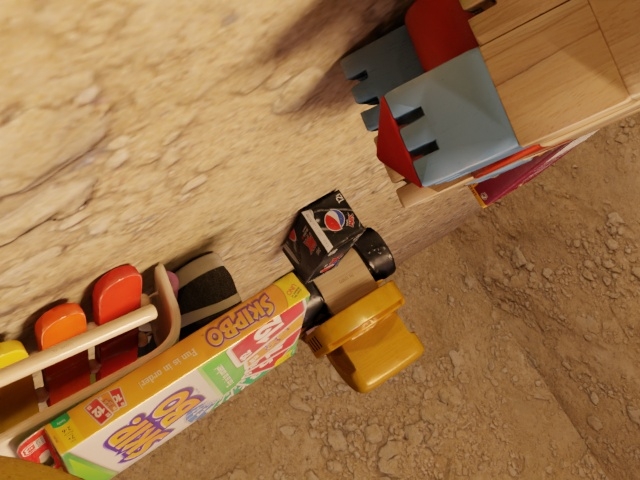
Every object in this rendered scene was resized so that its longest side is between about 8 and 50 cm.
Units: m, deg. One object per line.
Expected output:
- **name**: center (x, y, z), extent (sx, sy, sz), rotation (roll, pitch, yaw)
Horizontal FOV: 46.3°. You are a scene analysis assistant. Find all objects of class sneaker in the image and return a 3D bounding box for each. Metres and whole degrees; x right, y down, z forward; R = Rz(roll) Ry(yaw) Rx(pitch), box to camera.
- **sneaker**: center (-0.144, 0.113, 0.790), extent (0.079, 0.121, 0.217), rotation (-24, 168, -43)

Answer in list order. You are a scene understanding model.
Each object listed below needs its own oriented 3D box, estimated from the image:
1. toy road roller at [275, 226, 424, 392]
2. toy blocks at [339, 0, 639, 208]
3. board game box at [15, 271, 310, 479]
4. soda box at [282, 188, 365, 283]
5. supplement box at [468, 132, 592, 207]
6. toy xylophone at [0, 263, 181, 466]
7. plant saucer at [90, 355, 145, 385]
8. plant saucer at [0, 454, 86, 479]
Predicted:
- **toy road roller**: center (0.048, 0.149, 1.357), extent (0.202, 0.241, 0.329), rotation (-30, 172, -15)
- **toy blocks**: center (0.140, -0.109, 0.445), extent (0.260, 0.191, 0.381), rotation (-24, 178, 27)
- **board game box**: center (-0.124, 0.129, 0.641), extent (0.259, 0.039, 0.124), rotation (-29, 156, -25)
- **soda box**: center (0.000, 0.000, 0.894), extent (0.053, 0.060, 0.169), rotation (-32, 172, -17)
- **supplement box**: center (0.222, -0.126, 0.825), extent (0.080, 0.104, 0.188), rotation (-29, 171, -25)
- **toy xylophone**: center (-0.233, 0.121, 0.594), extent (0.322, 0.081, 0.236), rotation (-24, 155, -37)
- **plant saucer**: center (-0.237, 0.179, 1.032), extent (0.240, 0.037, 0.241), rotation (-24, 161, -9)
- **plant saucer**: center (-0.346, 0.235, 0.431), extent (0.332, 0.081, 0.333), rotation (10, 125, -51)
